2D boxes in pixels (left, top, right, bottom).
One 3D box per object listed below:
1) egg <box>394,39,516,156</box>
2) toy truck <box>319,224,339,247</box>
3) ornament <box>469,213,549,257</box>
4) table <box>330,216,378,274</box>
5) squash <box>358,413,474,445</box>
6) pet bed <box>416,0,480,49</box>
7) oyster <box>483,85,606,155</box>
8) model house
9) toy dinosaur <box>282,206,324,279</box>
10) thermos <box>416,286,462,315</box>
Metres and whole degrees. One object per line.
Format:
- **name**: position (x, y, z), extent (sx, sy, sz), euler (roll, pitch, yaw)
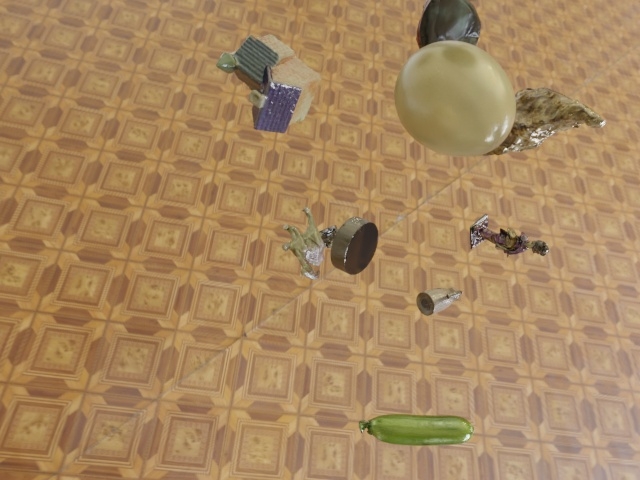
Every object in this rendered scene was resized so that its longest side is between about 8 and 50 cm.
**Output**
- **egg**: position (0.240, -0.252, 0.761), extent (0.185, 0.186, 0.242), euler (-25, 56, -23)
- **toy truck**: position (0.000, 0.000, 1.808), extent (0.192, 0.092, 0.083), euler (-23, 97, -21)
- **ornament**: position (0.516, -0.003, 1.137), extent (0.203, 0.088, 0.081), euler (17, 47, 43)
- **table**: position (0.082, 0.013, 0.990), extent (0.043, 0.134, 0.133), euler (25, 56, 35)
- **squash**: position (0.317, 0.630, 1.402), extent (0.378, 0.101, 0.102), euler (0, 63, 3)
- **pet bed**: position (0.350, -0.573, 1.157), extent (0.201, 0.201, 0.053), euler (-6, 20, -16)
- **oyster**: position (0.652, -0.399, 1.330), extent (0.111, 0.395, 0.205), euler (12, 72, -57)
- **model house**: position (-0.202, -0.559, 1.519), extent (0.312, 0.245, 0.280), euler (38, 45, 3)
- **toy dinosaur**: position (-0.046, 0.013, 1.296), extent (0.162, 0.077, 0.294), euler (54, 30, -16)
- **thermos**: position (0.537, 0.253, 1.847), extent (0.193, 0.137, 0.105), euler (-10, 74, -31)
